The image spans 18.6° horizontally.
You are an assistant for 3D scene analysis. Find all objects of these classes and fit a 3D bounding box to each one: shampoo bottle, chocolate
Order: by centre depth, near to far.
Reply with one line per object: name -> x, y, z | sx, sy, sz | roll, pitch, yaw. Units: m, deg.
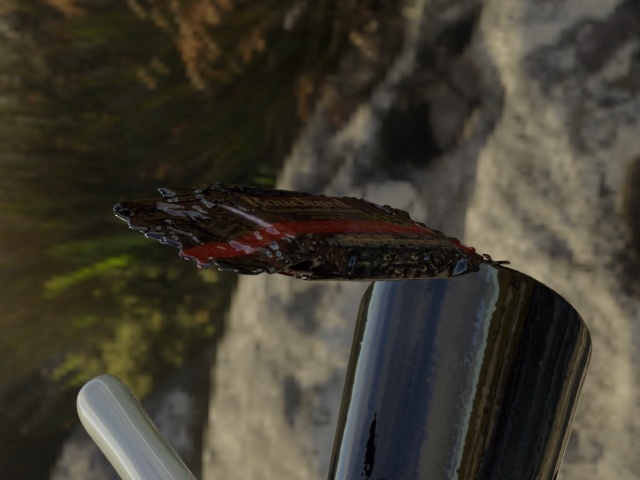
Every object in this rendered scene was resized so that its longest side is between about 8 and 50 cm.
chocolate -> 0.000, 0.000, 0.837 | 0.086, 0.182, 0.028 | 25, 104, 38
shampoo bottle -> -0.124, 0.210, 1.612 | 0.221, 0.051, 0.108 | 51, 166, 27

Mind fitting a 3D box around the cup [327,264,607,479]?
cup -> 0.123, 0.143, 1.318 | 0.166, 0.239, 0.177 | 115, 173, -51
